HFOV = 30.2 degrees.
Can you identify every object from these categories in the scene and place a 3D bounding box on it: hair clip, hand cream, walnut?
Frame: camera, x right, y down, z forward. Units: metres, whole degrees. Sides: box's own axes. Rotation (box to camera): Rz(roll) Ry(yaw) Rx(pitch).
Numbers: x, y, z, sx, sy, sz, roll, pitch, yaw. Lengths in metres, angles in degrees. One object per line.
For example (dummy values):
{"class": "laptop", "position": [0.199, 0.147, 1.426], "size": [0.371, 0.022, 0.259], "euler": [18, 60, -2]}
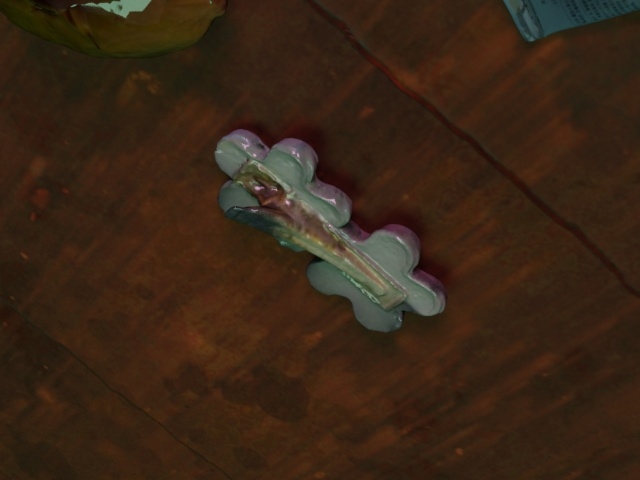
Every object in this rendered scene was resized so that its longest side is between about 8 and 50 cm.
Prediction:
{"class": "hair clip", "position": [0.003, -0.005, 1.108], "size": [0.257, 0.075, 0.146], "euler": [34, 138, -15]}
{"class": "hand cream", "position": [0.241, -0.197, 0.826], "size": [0.256, 0.055, 0.088], "euler": [-9, 132, 35]}
{"class": "walnut", "position": [-0.186, -0.216, 0.966], "size": [0.245, 0.137, 0.137], "euler": [12, 133, 17]}
